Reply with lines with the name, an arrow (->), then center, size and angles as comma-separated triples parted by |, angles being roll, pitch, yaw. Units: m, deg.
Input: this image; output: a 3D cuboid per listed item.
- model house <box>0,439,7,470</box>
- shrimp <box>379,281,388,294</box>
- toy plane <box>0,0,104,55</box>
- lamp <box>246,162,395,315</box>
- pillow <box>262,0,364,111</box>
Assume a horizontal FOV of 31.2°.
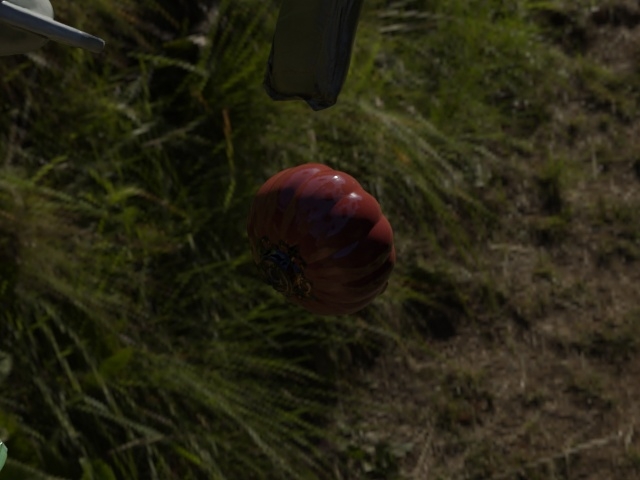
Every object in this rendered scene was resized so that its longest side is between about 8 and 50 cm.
model house -> -0.406, 0.109, 0.567 | 0.340, 0.323, 0.300 | -13, 25, 16
shrimp -> -0.001, 0.022, 0.945 | 0.114, 0.083, 0.023 | -4, 52, 35
toy plane -> -0.154, -0.094, 0.373 | 0.080, 0.174, 0.174 | 24, 46, 35
lamp -> 0.000, 0.000, 0.769 | 0.108, 0.107, 0.092 | 18, 43, 40
pillow -> 0.002, -0.221, 1.072 | 0.053, 0.208, 0.119 | 14, 0, -37
